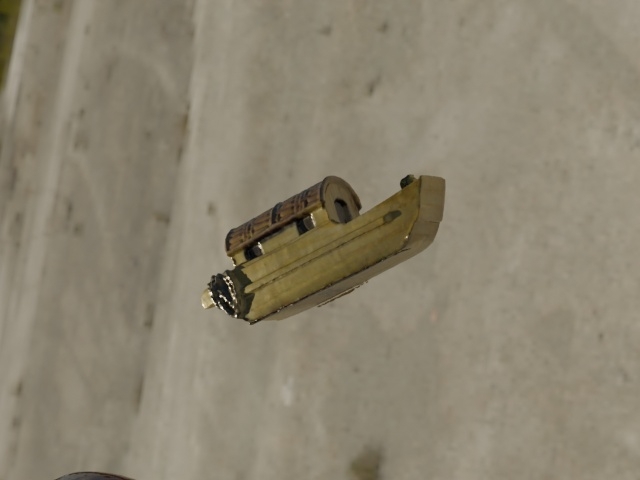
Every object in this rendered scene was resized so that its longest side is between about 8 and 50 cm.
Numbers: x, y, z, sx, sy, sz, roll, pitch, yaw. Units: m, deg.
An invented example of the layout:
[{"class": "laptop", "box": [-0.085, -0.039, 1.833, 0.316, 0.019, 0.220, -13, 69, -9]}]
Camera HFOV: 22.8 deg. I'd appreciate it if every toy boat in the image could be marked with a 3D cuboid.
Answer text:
[{"class": "toy boat", "box": [0.000, 0.000, 1.245, 0.226, 0.068, 0.088, -29, 72, 31]}]

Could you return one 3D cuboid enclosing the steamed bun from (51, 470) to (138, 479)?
[{"class": "steamed bun", "box": [-0.160, 0.359, 1.345, 0.235, 0.379, 0.248, -37, -24, -39]}]
